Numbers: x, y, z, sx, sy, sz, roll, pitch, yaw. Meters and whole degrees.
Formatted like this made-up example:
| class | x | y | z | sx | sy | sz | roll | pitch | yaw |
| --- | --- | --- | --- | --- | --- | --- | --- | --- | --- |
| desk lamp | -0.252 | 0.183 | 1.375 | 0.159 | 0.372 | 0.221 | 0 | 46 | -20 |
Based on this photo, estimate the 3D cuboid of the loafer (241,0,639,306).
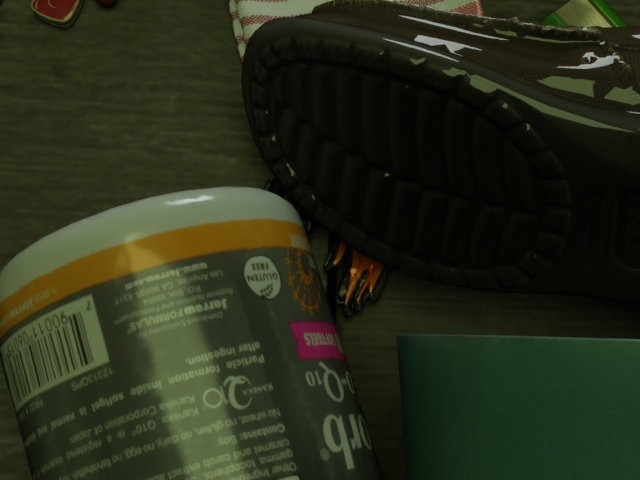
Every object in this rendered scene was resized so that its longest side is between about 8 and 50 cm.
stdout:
| class | x | y | z | sx | sy | sz | roll | pitch | yaw |
| --- | --- | --- | --- | --- | --- | --- | --- | --- | --- |
| loafer | 0.136 | -0.046 | 0.781 | 0.366 | 0.134 | 0.130 | 18 | 39 | 15 |

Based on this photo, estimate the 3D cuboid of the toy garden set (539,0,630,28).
| class | x | y | z | sx | sy | sz | roll | pitch | yaw |
| --- | --- | --- | --- | --- | --- | --- | --- | --- | --- |
| toy garden set | 0.221 | -0.191 | 0.866 | 0.244 | 0.049 | 0.204 | -38 | 79 | -10 |

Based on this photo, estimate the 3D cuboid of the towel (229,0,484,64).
| class | x | y | z | sx | sy | sz | roll | pitch | yaw |
| --- | --- | --- | --- | --- | --- | --- | --- | --- | --- |
| towel | 0.011 | -0.180 | 0.868 | 0.144 | 0.029 | 0.197 | -11 | 76 | -4 |

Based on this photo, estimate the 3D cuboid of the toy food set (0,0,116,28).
| class | x | y | z | sx | sy | sz | roll | pitch | yaw |
| --- | --- | --- | --- | --- | --- | --- | --- | --- | --- |
| toy food set | -0.128 | -0.169 | 0.865 | 0.078 | 0.019 | 0.122 | 39 | 78 | 8 |

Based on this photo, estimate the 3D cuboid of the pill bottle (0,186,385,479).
| class | x | y | z | sx | sy | sz | roll | pitch | yaw |
| --- | --- | --- | --- | --- | --- | --- | --- | --- | --- |
| pill bottle | -0.049 | 0.128 | 0.718 | 0.162 | 0.162 | 0.278 | -16 | 77 | -6 |

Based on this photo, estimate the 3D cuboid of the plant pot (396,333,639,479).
| class | x | y | z | sx | sy | sz | roll | pitch | yaw |
| --- | --- | --- | --- | --- | --- | --- | --- | --- | --- |
| plant pot | 0.175 | 0.162 | 0.660 | 0.293 | 0.293 | 0.235 | 2 | 85 | -1 |

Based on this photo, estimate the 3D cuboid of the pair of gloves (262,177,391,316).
| class | x | y | z | sx | sy | sz | roll | pitch | yaw |
| --- | --- | --- | --- | --- | --- | --- | --- | --- | --- |
| pair of gloves | 0.000 | 0.000 | 0.829 | 0.083 | 0.010 | 0.074 | 17 | 71 | 4 |
